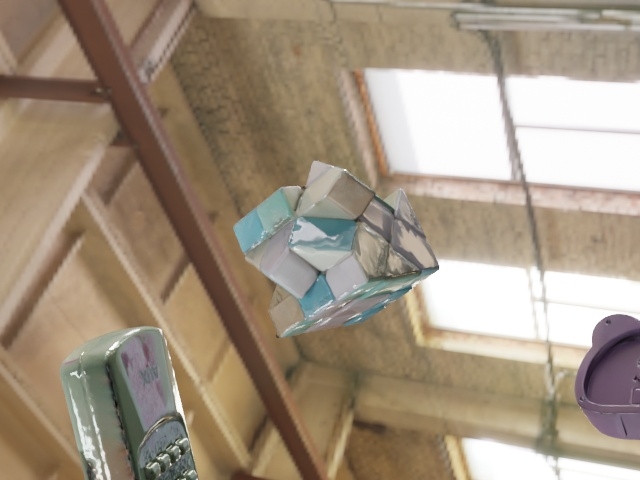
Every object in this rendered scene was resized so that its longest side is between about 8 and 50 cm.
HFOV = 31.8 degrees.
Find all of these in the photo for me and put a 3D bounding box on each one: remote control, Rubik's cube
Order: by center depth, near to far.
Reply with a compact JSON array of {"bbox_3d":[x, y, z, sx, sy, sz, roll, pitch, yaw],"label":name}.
[{"bbox_3d":[0.003,-0.001,0.526,0.084,0.075,0.073,11,-127,-62],"label":"Rubik's cube"},{"bbox_3d":[-0.123,0.238,0.878,0.145,0.050,0.344,-24,-79,-80],"label":"remote control"}]

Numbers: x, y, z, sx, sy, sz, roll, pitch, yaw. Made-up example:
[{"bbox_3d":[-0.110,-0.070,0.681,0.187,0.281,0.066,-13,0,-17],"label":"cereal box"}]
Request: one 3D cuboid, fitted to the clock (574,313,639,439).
[{"bbox_3d":[0.311,0.123,1.008,0.050,0.153,0.110,60,-142,-44],"label":"clock"}]
